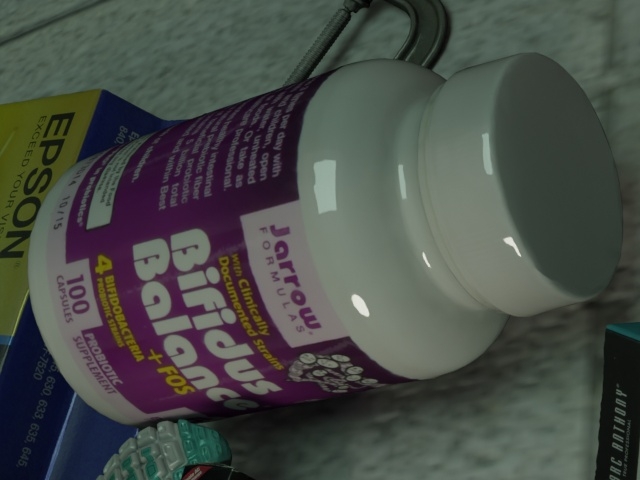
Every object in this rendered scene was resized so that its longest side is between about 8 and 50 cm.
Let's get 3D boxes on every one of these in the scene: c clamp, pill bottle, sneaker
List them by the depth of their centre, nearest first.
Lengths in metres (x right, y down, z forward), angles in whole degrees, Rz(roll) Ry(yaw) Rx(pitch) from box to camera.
[{"bbox_3d":[0.000,0.000,0.862,0.301,0.169,0.169,-16,54,37],"label":"pill bottle"},{"bbox_3d":[-0.097,0.164,0.915,0.166,0.076,0.065,-43,39,27],"label":"sneaker"},{"bbox_3d":[0.004,-0.109,1.034,0.161,0.022,0.137,-50,48,4],"label":"c clamp"}]

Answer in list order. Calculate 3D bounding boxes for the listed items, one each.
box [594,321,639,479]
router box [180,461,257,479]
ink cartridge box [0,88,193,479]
[{"bbox_3d":[0.204,0.105,0.620,0.244,0.060,0.101,22,113,59],"label":"box"},{"bbox_3d":[-0.045,0.188,0.840,0.038,0.092,0.122,-3,62,43],"label":"router box"},{"bbox_3d":[-0.223,0.043,1.125,0.307,0.072,0.304,-6,60,44],"label":"ink cartridge box"}]
